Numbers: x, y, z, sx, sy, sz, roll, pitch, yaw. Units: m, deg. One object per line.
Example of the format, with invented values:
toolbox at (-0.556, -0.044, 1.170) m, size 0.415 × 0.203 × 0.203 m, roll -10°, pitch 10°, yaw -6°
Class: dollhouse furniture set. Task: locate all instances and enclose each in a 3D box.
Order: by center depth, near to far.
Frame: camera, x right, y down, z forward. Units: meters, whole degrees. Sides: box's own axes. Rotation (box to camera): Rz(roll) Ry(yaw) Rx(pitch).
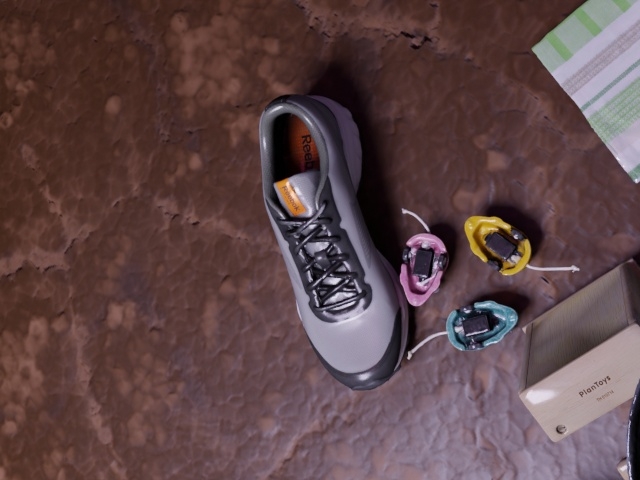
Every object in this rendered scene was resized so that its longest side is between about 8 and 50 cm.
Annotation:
dollhouse furniture set at (0.264, 0.156, 0.832) m, size 0.212 × 0.161 × 0.242 m, roll -35°, pitch 95°, yaw 19°

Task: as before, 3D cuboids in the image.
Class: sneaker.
sneaker at (0.000, 0.000, 0.957) m, size 0.100 × 0.108 × 0.271 m, roll -19°, pitch 80°, yaw 20°

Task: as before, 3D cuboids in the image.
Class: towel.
towel at (0.259, -0.136, 0.895) m, size 0.113 × 0.023 × 0.152 m, roll -39°, pitch 69°, yaw 15°

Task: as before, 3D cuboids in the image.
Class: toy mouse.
toy mouse at (0.118, 0.043, 0.939) m, size 0.161 × 0.031 × 0.143 m, roll 34°, pitch 100°, yaw 23°

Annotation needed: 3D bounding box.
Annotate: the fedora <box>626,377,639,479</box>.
fedora at (0.338, 0.136, 0.617) m, size 0.334 × 0.152 × 0.334 m, roll 1°, pitch 93°, yaw 20°
